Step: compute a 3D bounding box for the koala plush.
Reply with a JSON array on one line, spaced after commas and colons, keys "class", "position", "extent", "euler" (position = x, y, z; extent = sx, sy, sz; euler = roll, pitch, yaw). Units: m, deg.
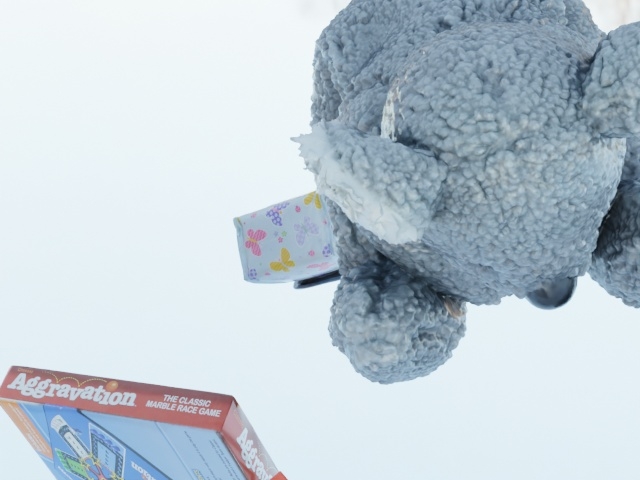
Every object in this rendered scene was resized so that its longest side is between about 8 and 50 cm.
[{"class": "koala plush", "position": [0.074, -0.043, 0.813], "extent": [0.196, 0.203, 0.221], "euler": [-17, -179, 3]}]

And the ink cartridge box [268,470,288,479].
[{"class": "ink cartridge box", "position": [-0.034, 0.133, 0.658], "extent": [0.115, 0.063, 0.029], "euler": [-35, 168, -29]}]

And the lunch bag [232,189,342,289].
[{"class": "lunch bag", "position": [0.000, 0.000, 1.115], "extent": [0.071, 0.053, 0.083], "euler": [-17, 171, 29]}]

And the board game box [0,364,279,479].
[{"class": "board game box", "position": [-0.072, 0.170, 1.088], "extent": [0.145, 0.281, 0.027], "euler": [4, -126, 24]}]
